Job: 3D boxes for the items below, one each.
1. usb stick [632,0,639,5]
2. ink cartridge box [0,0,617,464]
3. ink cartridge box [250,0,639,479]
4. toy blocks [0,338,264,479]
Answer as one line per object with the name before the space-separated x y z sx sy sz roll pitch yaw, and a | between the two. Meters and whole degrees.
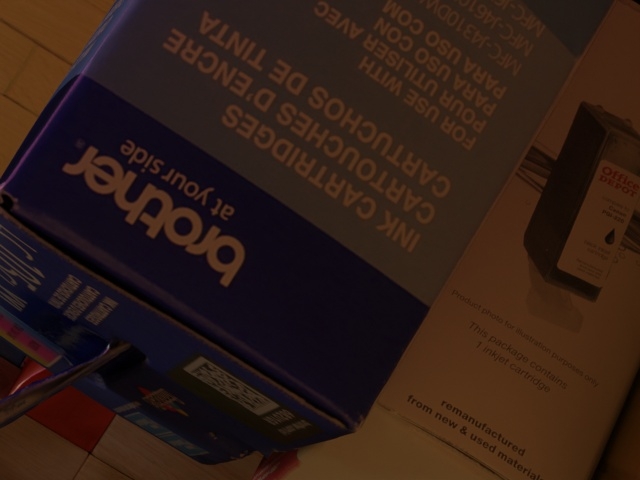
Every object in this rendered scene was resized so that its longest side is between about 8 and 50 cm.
usb stick | 0.164 -0.115 0.969 0.278 0.045 0.077 -56 -1 18
ink cartridge box | -0.010 -0.064 0.766 0.395 0.151 0.270 -60 8 -15
ink cartridge box | 0.071 0.024 0.788 0.218 0.092 0.158 -59 6 -30
toy blocks | -0.120 0.133 0.970 0.381 0.261 0.191 -56 6 14
